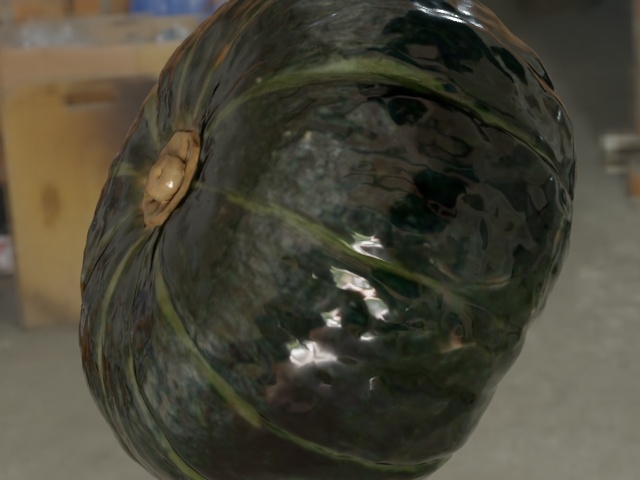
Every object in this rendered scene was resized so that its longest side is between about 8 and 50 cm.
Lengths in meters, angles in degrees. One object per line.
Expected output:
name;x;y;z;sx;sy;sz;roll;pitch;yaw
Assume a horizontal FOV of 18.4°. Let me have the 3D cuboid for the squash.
squash;0.000;0.000;0.851;0.165;0.252;0.252;26;4;-24
